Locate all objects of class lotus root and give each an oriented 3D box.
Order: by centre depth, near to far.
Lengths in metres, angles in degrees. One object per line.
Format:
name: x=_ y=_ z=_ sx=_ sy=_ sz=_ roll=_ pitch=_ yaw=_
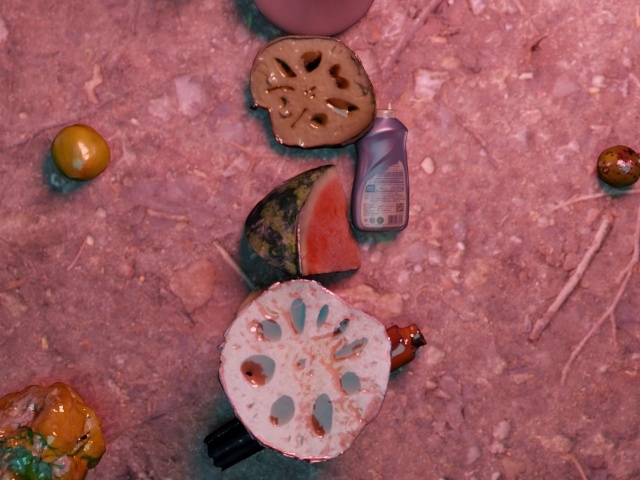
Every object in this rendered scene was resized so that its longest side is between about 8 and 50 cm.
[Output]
lotus root: x=-0.020 y=0.189 z=1.291 sx=0.272 sy=0.192 sz=0.272 roll=0 pitch=89 yaw=1
lotus root: x=-0.006 y=-0.237 z=1.311 sx=0.204 sy=0.078 sz=0.183 roll=7 pitch=119 yaw=12

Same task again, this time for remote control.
remote control: x=0.002 y=-0.468 z=1.242 sx=0.221 sy=0.103 sz=0.331 roll=5 pitch=107 yaw=-21

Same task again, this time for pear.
pear: x=-0.384 y=-0.135 z=1.332 sx=0.092 sy=0.097 sz=0.092 roll=2 pitch=135 yaw=2

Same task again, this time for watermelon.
watermelon: x=-0.006 y=-0.017 z=1.330 sx=0.202 sy=0.207 sz=0.136 roll=9 pitch=129 yaw=-19

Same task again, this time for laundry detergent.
laundry detergent: x=0.098 y=-0.118 z=1.351 sx=0.097 sy=0.061 sz=0.206 roll=2 pitch=102 yaw=2

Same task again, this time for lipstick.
lipstick: x=-0.010 y=0.262 z=1.424 sx=0.418 sy=0.077 sz=0.077 roll=-31 pitch=100 yaw=5

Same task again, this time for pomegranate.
pomegranate: x=0.489 y=-0.120 z=1.347 sx=0.085 sy=0.073 sz=0.073 roll=-11 pitch=102 yaw=2

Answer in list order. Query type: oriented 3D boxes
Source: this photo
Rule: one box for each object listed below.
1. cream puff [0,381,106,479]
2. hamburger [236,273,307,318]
cream puff: x=-0.461 y=0.338 z=1.397 sx=0.221 sy=0.195 sz=0.194 roll=-9 pitch=102 yaw=20
hamburger: x=-0.066 y=0.130 z=1.403 sx=0.140 sy=0.062 sz=0.133 roll=-33 pitch=97 yaw=8
